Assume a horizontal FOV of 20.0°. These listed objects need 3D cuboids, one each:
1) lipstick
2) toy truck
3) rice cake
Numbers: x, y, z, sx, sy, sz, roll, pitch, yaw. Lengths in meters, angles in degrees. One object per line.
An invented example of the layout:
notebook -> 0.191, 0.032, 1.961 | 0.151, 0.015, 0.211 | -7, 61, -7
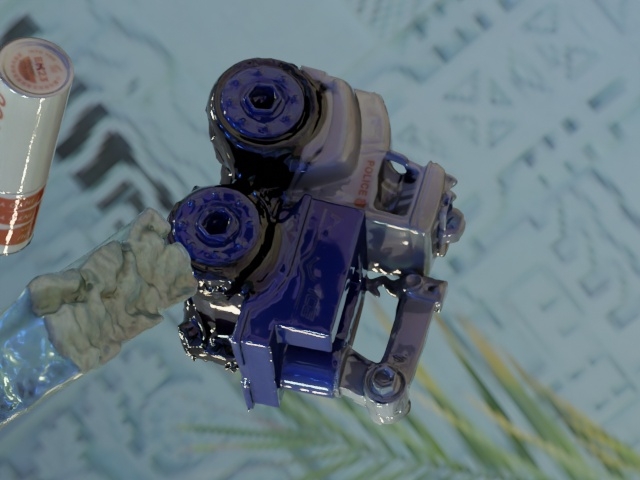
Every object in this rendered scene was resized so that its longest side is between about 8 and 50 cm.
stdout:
lipstick -> -0.150, -0.044, 0.897 | 0.038, 0.131, 0.038 | 9, -127, -12
toy truck -> 0.000, 0.000, 1.175 | 0.161, 0.177, 0.213 | 84, -159, -63
rice cake -> -0.152, 0.065, 0.659 | 0.038, 0.211, 0.124 | 58, -157, -4
